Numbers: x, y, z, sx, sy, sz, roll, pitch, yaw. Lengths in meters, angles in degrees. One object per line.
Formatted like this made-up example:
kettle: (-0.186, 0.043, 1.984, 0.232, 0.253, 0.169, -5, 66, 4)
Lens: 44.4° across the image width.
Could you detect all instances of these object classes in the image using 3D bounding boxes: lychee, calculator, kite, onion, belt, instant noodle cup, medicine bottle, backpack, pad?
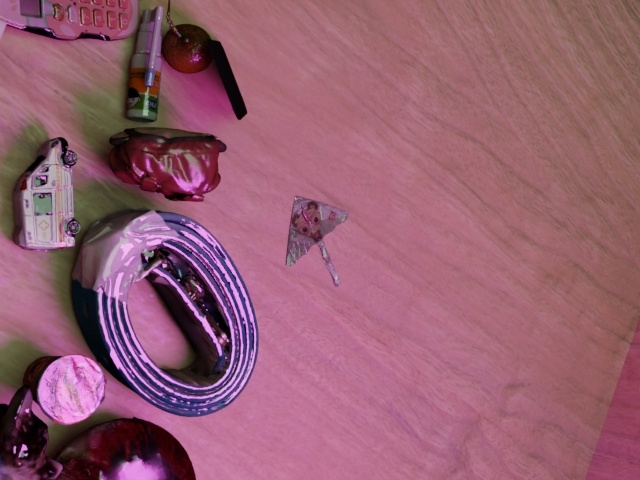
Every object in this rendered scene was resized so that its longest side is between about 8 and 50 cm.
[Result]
lychee: (-0.277, -0.397, 1.594, 0.140, 0.101, 0.114, 19, 44, -53)
calculator: (-0.482, -0.485, 1.477, 0.330, 0.048, 0.220, -4, 91, -40)
kite: (-0.001, 0.000, 1.869, 0.229, 0.012, 0.250, -37, 113, -30)
onion: (-0.361, 0.483, 1.455, 0.314, 0.232, 0.313, 5, 83, -44)
belt: (-0.302, 0.142, 1.537, 0.300, 0.173, 0.436, -38, 112, -28)
instant noodle cup: (-0.476, 0.260, 1.426, 0.127, 0.136, 0.127, 0, 90, -38)
medicine bottle: (-0.341, -0.349, 1.553, 0.061, 0.092, 0.220, 6, 86, -27)
backpack: (-0.300, -0.146, 1.511, 0.229, 0.229, 0.138, 2, 92, -37)
pad: (-0.186, -0.250, 1.619, 0.055, 0.250, 0.323, -2, 102, 0)

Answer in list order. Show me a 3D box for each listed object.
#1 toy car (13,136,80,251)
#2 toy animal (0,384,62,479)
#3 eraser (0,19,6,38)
toy car: (-0.505, -0.085, 1.433, 0.108, 0.089, 0.209, -3, 96, -32)
toy animal: (-0.587, 0.320, 1.298, 0.344, 0.194, 0.302, 28, 58, -23)
eraser: (-0.622, -0.249, 1.318, 0.081, 0.124, 0.278, 23, 77, -36)
